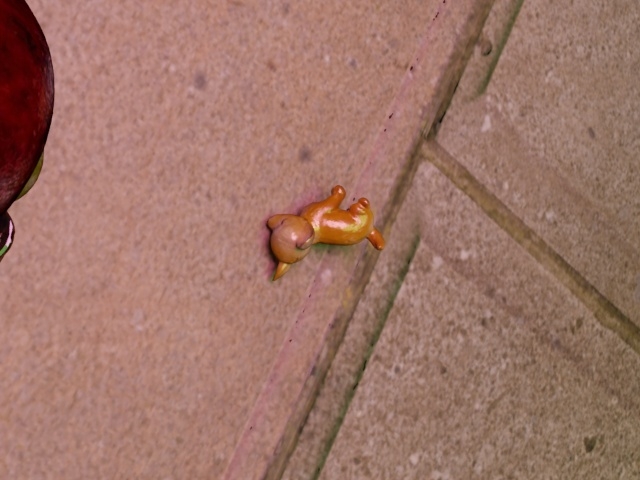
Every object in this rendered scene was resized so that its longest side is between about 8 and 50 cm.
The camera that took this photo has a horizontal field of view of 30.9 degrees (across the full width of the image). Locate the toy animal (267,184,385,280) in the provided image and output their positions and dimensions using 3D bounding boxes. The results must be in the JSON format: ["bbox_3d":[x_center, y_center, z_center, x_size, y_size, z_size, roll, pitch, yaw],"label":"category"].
[{"bbox_3d":[0.000,0.000,0.906,0.081,0.060,0.083,44,56,2],"label":"toy animal"}]

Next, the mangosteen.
[{"bbox_3d":[-0.224,-0.066,0.636,0.200,0.200,0.200,-6,99,-42],"label":"mangosteen"}]
